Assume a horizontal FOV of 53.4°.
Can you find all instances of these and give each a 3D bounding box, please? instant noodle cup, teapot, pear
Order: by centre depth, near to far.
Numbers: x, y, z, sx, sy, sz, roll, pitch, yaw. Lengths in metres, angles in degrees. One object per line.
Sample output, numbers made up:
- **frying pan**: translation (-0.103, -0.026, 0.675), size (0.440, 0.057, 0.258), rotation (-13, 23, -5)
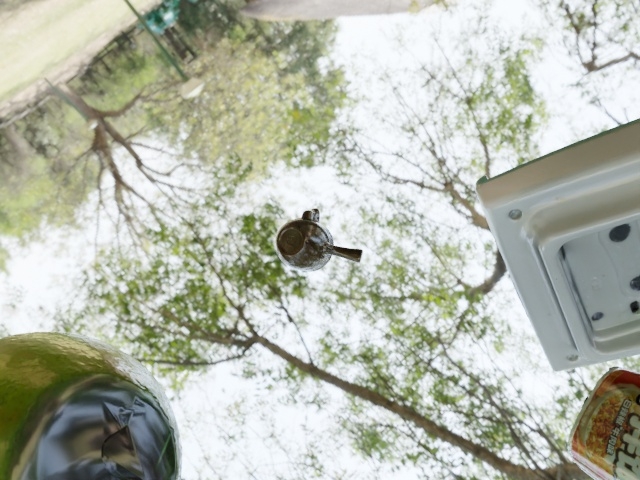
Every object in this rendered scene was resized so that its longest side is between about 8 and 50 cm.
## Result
- **teapot**: translation (0.000, 0.000, 0.804), size (0.110, 0.080, 0.085), rotation (10, -93, 24)
- **pear**: translation (-0.315, 0.301, 0.835), size (0.165, 0.399, 0.399), rotation (-11, -145, 38)
- **instant noodle cup**: translation (0.596, 0.361, 1.027), size (0.294, 0.294, 0.308), rotation (-44, -155, -13)

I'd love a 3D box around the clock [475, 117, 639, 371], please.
- **clock**: translation (0.316, 0.020, 0.660), size (0.231, 0.262, 0.116), rotation (-21, -152, 17)
